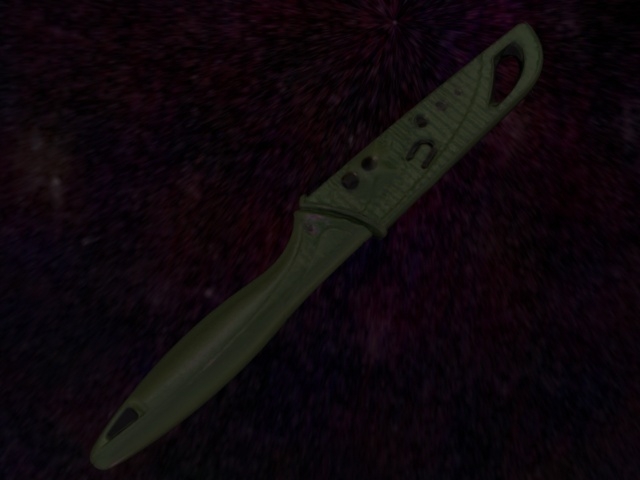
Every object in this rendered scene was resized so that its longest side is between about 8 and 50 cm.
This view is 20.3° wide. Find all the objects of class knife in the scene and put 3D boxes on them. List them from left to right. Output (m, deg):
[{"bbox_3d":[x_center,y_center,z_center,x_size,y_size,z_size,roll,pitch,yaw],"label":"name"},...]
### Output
[{"bbox_3d":[0.000,-0.001,0.831,0.293,0.020,0.043,-42,65,-11],"label":"knife"}]
